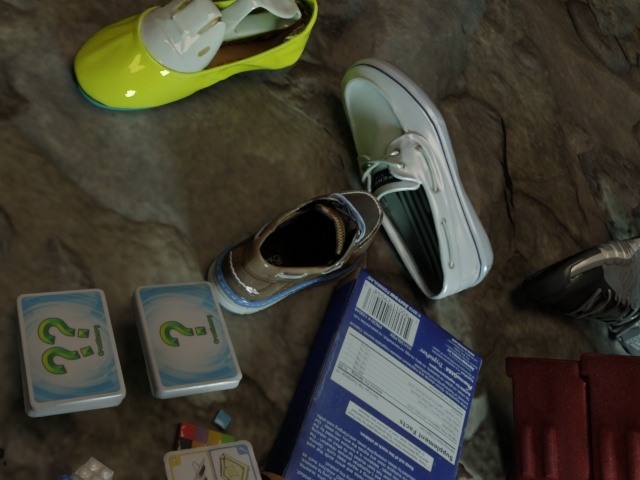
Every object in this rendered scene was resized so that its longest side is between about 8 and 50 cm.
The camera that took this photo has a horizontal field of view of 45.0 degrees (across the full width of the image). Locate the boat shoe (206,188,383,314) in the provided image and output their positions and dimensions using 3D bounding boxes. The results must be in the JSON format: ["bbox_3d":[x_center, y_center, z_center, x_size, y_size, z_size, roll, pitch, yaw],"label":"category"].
[{"bbox_3d":[0.000,0.000,0.587,0.183,0.066,0.066,-34,89,-45],"label":"boat shoe"}]

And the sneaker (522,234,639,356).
[{"bbox_3d":[0.303,0.070,0.785,0.229,0.086,0.132,-10,74,-44],"label":"sneaker"}]

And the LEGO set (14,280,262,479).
[{"bbox_3d":[-0.109,0.109,0.368,0.183,0.060,0.244,-3,48,-24],"label":"LEGO set"}]

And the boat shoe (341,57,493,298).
[{"bbox_3d":[0.075,-0.056,0.671,0.076,0.083,0.226,-26,84,-46],"label":"boat shoe"}]

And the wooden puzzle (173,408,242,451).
[{"bbox_3d":[-0.071,0.145,0.485,0.049,0.006,0.083,24,52,-27],"label":"wooden puzzle"}]

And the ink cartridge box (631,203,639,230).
[{"bbox_3d":[0.490,0.145,0.809,0.385,0.091,0.308,60,8,-14],"label":"ink cartridge box"}]

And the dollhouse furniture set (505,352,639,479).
[{"bbox_3d":[0.273,0.277,0.620,0.201,0.152,0.374,10,76,-36],"label":"dollhouse furniture set"}]

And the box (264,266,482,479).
[{"bbox_3d":[0.040,0.143,0.556,0.136,0.036,0.225,37,47,-16],"label":"box"}]

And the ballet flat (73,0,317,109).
[{"bbox_3d":[-0.085,-0.164,0.608,0.231,0.077,0.077,-26,84,-45],"label":"ballet flat"}]

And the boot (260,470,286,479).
[{"bbox_3d":[-0.110,0.208,0.352,0.207,0.090,0.248,27,55,-27],"label":"boot"}]
